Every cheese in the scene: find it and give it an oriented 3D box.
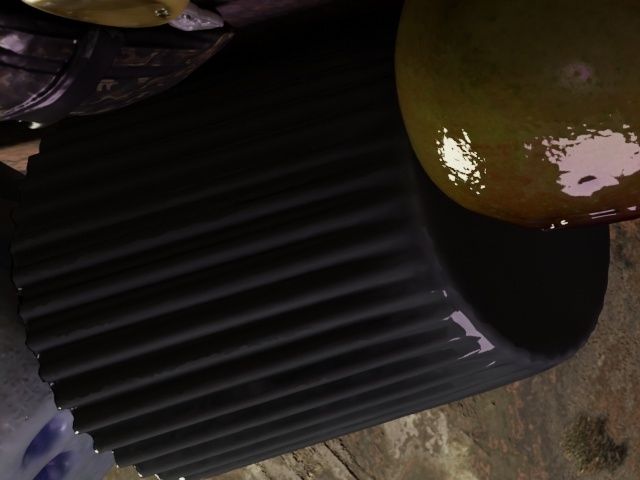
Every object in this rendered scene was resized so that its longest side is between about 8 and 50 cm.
[{"bbox_3d":[-0.099,-0.136,1.045,0.086,0.036,0.162,-8,174,20],"label":"cheese"}]

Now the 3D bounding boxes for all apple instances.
[{"bbox_3d":[0.146,-0.095,1.087,0.188,0.174,0.207,12,146,45],"label":"apple"}]

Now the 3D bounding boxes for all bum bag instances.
[{"bbox_3d":[-0.161,-0.105,1.104,0.248,0.069,0.102,1,134,-49],"label":"bum bag"}]

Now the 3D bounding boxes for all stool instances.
[{"bbox_3d":[0.000,0.000,1.319,0.330,0.297,0.297,-16,170,37],"label":"stool"}]

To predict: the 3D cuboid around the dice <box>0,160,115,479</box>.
[{"bbox_3d":[-0.299,0.096,1.472,0.262,0.268,0.265,-53,163,16],"label":"dice"}]
